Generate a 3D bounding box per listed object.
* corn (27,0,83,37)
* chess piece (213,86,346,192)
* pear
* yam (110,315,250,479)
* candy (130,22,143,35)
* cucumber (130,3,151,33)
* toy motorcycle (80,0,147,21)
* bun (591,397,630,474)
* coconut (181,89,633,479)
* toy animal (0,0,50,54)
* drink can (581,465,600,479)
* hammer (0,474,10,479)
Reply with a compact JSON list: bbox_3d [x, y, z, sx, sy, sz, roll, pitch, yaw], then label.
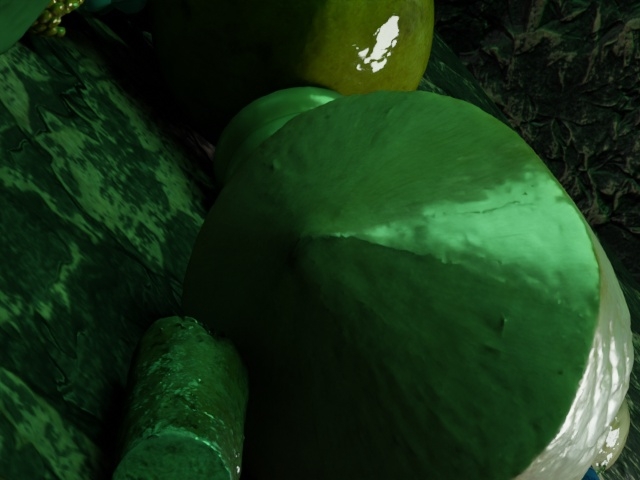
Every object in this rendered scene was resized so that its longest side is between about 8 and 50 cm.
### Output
[{"bbox_3d":[-0.282,-0.254,1.347,0.238,0.080,0.080,41,15,-20],"label":"corn"},{"bbox_3d":[0.000,0.000,1.399,0.144,0.144,0.251,38,21,-35],"label":"chess piece"},{"bbox_3d":[-0.028,-0.203,1.564,0.269,0.269,0.321,50,-30,11],"label":"pear"},{"bbox_3d":[-0.080,0.106,0.966,0.078,0.078,0.179,44,15,-14],"label":"yam"},{"bbox_3d":[-0.210,-0.280,1.726,0.062,0.058,0.194,20,38,-46],"label":"candy"},{"bbox_3d":[-0.174,-0.241,1.644,0.245,0.067,0.067,33,20,-39],"label":"cucumber"},{"bbox_3d":[-0.239,-0.288,1.454,0.272,0.123,0.182,41,-24,-23],"label":"toy motorcycle"},{"bbox_3d":[0.250,0.157,1.756,0.173,0.113,0.166,43,14,-11],"label":"bun"},{"bbox_3d":[0.054,0.047,1.125,0.329,0.329,0.329,44,14,-14],"label":"coconut"},{"bbox_3d":[-0.257,-0.198,0.971,0.188,0.308,0.266,31,-17,23],"label":"toy animal"},{"bbox_3d":[0.219,0.273,1.378,0.097,0.097,0.235,38,16,-36],"label":"drink can"},{"bbox_3d":[-0.052,0.202,0.873,0.365,0.043,0.111,37,19,-32],"label":"hammer"}]
